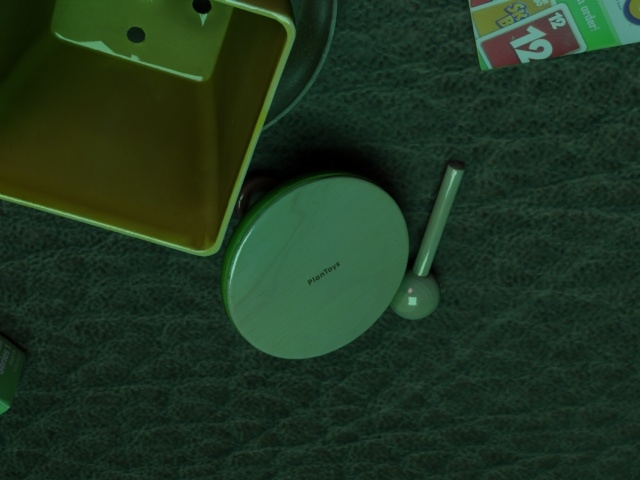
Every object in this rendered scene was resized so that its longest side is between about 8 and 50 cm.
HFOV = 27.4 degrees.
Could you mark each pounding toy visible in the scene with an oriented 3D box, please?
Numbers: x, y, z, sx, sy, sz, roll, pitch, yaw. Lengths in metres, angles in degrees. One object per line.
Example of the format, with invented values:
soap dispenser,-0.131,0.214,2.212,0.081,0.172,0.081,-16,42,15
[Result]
pounding toy,0.000,0.000,1.215,0.237,0.110,0.183,-9,120,-27

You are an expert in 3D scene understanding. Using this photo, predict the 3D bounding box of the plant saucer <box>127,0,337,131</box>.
plant saucer,-0.141,-0.210,1.079,0.311,0.050,0.310,1,127,1

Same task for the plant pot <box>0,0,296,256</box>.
plant pot,-0.141,-0.148,0.979,0.212,0.187,0.212,17,126,-8

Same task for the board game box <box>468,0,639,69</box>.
board game box,0.248,-0.219,1.063,0.259,0.039,0.124,-11,126,8

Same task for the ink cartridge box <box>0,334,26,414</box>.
ink cartridge box,-0.434,0.115,1.312,0.160,0.092,0.219,-34,118,24
